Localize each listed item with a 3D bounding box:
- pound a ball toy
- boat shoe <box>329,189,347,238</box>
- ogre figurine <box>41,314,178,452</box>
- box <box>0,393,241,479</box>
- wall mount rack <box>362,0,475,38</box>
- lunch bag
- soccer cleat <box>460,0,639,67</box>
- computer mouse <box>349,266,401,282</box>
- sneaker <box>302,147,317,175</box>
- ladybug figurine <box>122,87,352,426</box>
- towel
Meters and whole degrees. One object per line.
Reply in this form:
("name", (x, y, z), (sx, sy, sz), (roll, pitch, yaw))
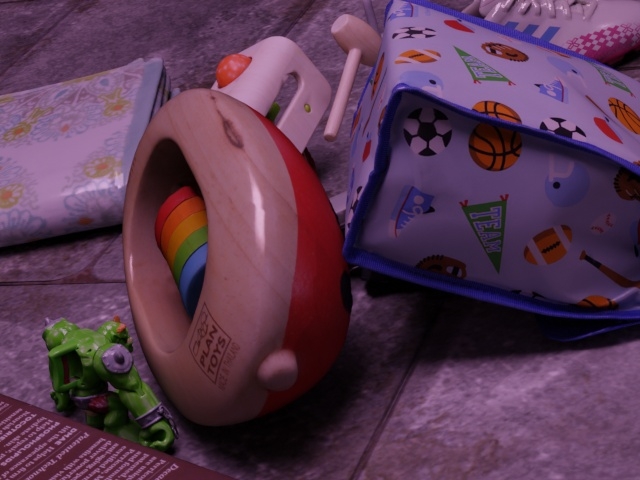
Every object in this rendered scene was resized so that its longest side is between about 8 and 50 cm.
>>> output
("pound a ball toy", (-0.073, -0.156, 2.087), (0.208, 0.136, 0.319), (-23, 29, 42))
("boat shoe", (0.000, 0.000, 1.943), (0.219, 0.070, 0.078), (-21, 21, 46))
("ogre figurine", (-0.227, 0.145, 1.749), (0.097, 0.118, 0.197), (-23, 29, -14))
("box", (-0.201, 0.267, 1.432), (0.381, 0.191, 0.143), (14, 40, 43))
("wall mount rack", (0.233, -0.390, 2.512), (0.350, 0.130, 0.304), (10, 40, 39))
("lunch bag", (0.227, -0.068, 1.772), (0.385, 0.239, 0.328), (14, 26, -6))
("soccer cleat", (0.286, -0.288, 2.262), (0.331, 0.143, 0.116), (-14, 27, 2))
("computer mouse", (0.037, 0.048, 1.890), (0.242, 0.041, 0.071), (-20, 18, 6))
("sneaker", (-0.036, -0.069, 2.130), (0.067, 0.064, 0.175), (-33, 20, 9))
("ladybug figurine", (-0.085, 0.019, 1.766), (0.162, 0.305, 0.449), (7, 32, -24))
("towel", (-0.363, -0.112, 2.327), (0.320, 0.090, 0.374), (-14, 30, 11))
